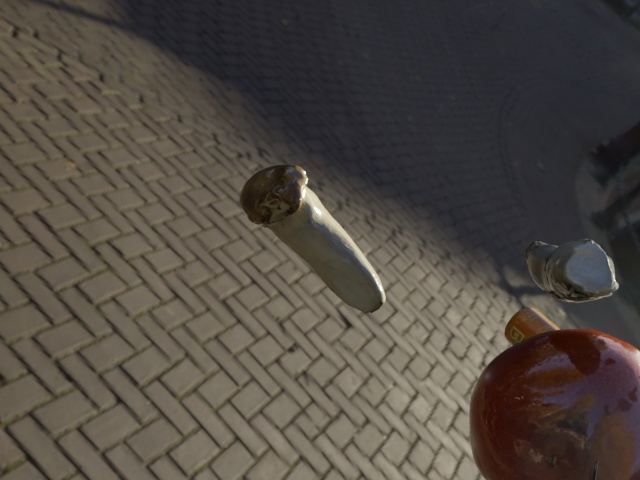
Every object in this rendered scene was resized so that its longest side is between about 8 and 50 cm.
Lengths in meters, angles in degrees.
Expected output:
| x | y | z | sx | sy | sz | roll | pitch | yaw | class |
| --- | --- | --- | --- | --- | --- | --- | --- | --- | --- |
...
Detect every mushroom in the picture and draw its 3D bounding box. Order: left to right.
| x | y | z | sx | sy | sz | roll | pitch | yaw | class |
| --- | --- | --- | --- | --- | --- | --- | --- | --- | --- |
| 0.000 | 0.000 | 0.997 | 0.209 | 0.084 | 0.071 | 47 | 34 | -26 | mushroom |
| 0.416 | 0.054 | 1.503 | 0.109 | 0.097 | 0.351 | 60 | -1 | 0 | mushroom |

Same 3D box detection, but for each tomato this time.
| x | y | z | sx | sy | sz | roll | pitch | yaw | class |
| --- | --- | --- | --- | --- | --- | --- | --- | --- | --- |
| 0.419 | 0.321 | 1.489 | 0.341 | 0.341 | 0.273 | 48 | 14 | 4 | tomato |

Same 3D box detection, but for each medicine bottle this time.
| x | y | z | sx | sy | sz | roll | pitch | yaw | class |
| --- | --- | --- | --- | --- | --- | --- | --- | --- | --- |
| 0.486 | 0.231 | 1.886 | 0.096 | 0.096 | 0.192 | 17 | 21 | -43 | medicine bottle |

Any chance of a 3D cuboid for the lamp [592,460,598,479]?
| x | y | z | sx | sy | sz | roll | pitch | yaw | class |
| --- | --- | --- | --- | --- | --- | --- | --- | --- | --- |
| 0.396 | 0.306 | 1.091 | 0.041 | 0.121 | 0.054 | 65 | 35 | -27 | lamp |
